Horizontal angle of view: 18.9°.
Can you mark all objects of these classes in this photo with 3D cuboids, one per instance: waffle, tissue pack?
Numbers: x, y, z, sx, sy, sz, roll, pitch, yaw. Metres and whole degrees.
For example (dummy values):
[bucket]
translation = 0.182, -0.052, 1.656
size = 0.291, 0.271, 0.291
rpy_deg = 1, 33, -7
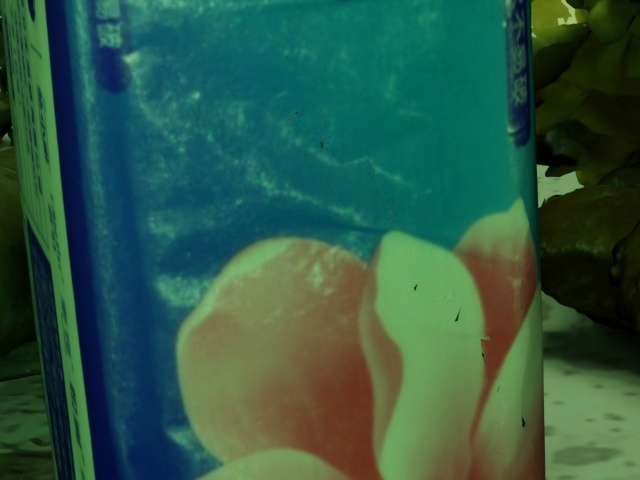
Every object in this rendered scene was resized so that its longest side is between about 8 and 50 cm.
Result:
[waffle]
translation = 0.228, -0.100, 0.875
size = 0.329, 0.062, 0.329
rpy_deg = -9, -23, -4
[tissue pack]
translation = -0.016, -0.017, 0.562
size = 0.137, 0.270, 0.209
rpy_deg = -9, 16, -15

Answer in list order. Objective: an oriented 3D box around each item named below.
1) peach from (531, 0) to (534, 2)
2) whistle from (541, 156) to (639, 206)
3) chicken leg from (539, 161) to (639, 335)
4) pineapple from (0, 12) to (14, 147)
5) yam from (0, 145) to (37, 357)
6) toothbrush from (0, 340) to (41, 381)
[peach]
translation = 0.253, -0.174, 1.308
size = 0.251, 0.153, 0.251
rpy_deg = -3, 8, 0
[whistle]
translation = 0.156, -0.011, 0.901
size = 0.109, 0.057, 0.046
rpy_deg = -8, -18, -18
[chicken leg]
translation = 0.173, 0.019, 0.665
size = 0.211, 0.140, 0.361
rpy_deg = 10, -7, -38
[pineapple]
translation = -0.229, -0.109, 1.232
size = 0.310, 0.141, 0.170
rpy_deg = -8, -11, -41
[yam]
translation = -0.122, -0.003, 0.766
size = 0.083, 0.083, 0.371
rpy_deg = -2, 8, 5
[toothbrush]
translation = -0.151, 0.052, 0.800
size = 0.297, 0.031, 0.030
rpy_deg = -11, -9, -21
